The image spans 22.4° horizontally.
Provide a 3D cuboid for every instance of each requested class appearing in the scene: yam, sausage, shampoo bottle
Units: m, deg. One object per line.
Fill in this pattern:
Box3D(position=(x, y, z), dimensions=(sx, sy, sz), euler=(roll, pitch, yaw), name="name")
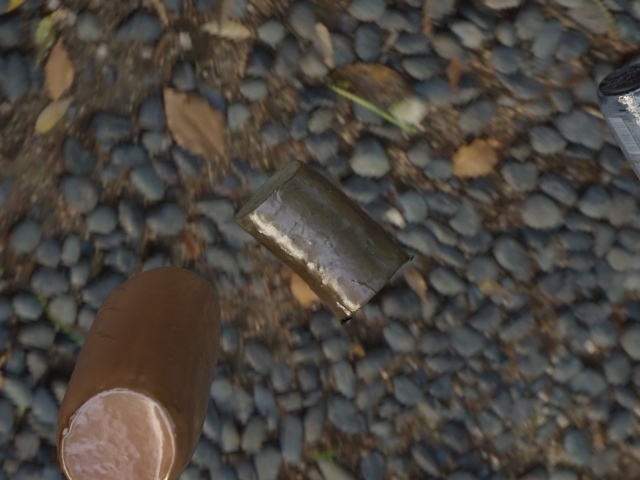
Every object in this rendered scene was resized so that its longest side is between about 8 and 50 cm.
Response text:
Box3D(position=(0.002, -0.002, 1.301), dimensions=(0.127, 0.084, 0.084), euler=(44, 95, -8), name="yam")
Box3D(position=(-0.152, 0.115, 1.407), dimensions=(0.121, 0.304, 0.121), euler=(1, 110, 2), name="sausage")
Box3D(position=(0.356, -0.074, 1.600), dimensions=(0.087, 0.049, 0.233), euler=(-14, 127, 36), name="shampoo bottle")
